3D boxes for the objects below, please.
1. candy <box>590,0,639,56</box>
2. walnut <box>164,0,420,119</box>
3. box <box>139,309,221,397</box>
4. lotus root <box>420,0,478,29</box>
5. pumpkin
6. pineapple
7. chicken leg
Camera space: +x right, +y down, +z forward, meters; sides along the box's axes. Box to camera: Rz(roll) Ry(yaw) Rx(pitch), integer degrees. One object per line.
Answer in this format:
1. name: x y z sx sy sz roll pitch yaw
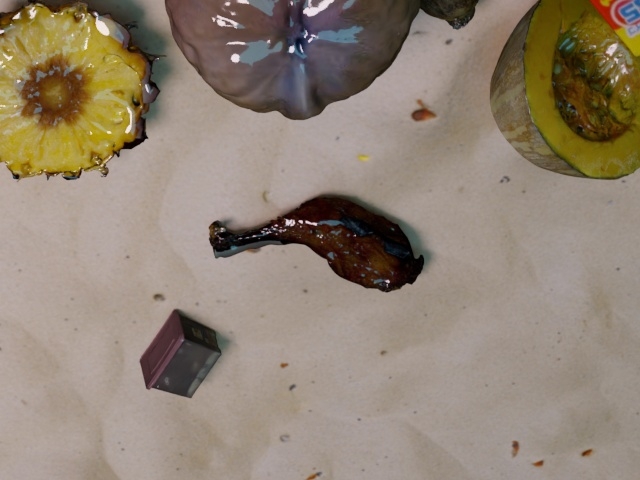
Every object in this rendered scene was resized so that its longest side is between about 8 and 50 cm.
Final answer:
1. candy: 0.296 -0.329 1.383 0.146 0.088 0.276 -26 119 35
2. walnut: -0.027 -0.244 1.337 0.248 0.248 0.248 -4 120 -7
3. box: -0.163 0.136 1.626 0.063 0.060 0.085 24 112 -30
4. lotus root: 0.117 -0.297 1.409 0.080 0.089 0.179 0 127 37
5. pumpkin: 0.263 -0.162 1.490 0.217 0.217 0.110 41 146 -26
6. pineapple: -0.272 -0.159 1.428 0.224 0.076 0.225 -6 122 -9
7. chicken leg: 0.000 0.000 1.582 0.253 0.051 0.106 12 122 -12
